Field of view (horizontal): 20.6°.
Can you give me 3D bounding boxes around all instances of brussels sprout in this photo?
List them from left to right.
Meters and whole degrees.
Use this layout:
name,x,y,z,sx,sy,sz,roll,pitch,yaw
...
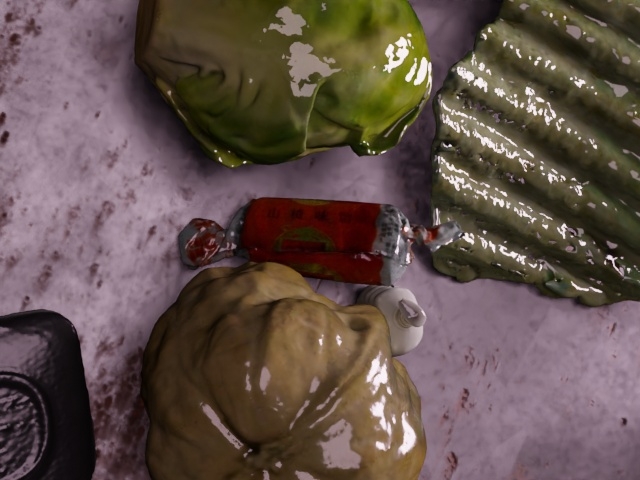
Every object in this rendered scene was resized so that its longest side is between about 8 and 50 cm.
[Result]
name,x,y,z,sx,sy,sz,roll,pitch,yaw
brussels sprout,-0.042,-0.178,1.714,0.294,0.259,0.227,19,81,-13

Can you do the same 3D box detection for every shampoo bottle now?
name,x,y,z,sx,sy,sz,roll,pitch,yaw
shampoo bottle,0.077,0.080,1.774,0.045,0.152,0.077,-14,91,-15

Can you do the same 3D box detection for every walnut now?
name,x,y,z,sx,sy,sz,roll,pitch,yaw
walnut,-0.039,0.164,1.678,0.282,0.277,0.253,18,102,-7

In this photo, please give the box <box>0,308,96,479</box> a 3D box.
name,x,y,z,sx,sy,sz,roll,pitch,yaw
box,-0.327,0.178,1.715,0.212,0.042,0.201,-11,97,-17

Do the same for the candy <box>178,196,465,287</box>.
name,x,y,z,sx,sy,sz,roll,pitch,yaw
candy,0.000,0.000,1.782,0.292,0.059,0.086,3,56,8

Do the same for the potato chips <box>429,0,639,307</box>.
name,x,y,z,sx,sy,sz,roll,pitch,yaw
potato chips,0.295,-0.102,1.812,0.389,0.097,0.373,4,104,-8
